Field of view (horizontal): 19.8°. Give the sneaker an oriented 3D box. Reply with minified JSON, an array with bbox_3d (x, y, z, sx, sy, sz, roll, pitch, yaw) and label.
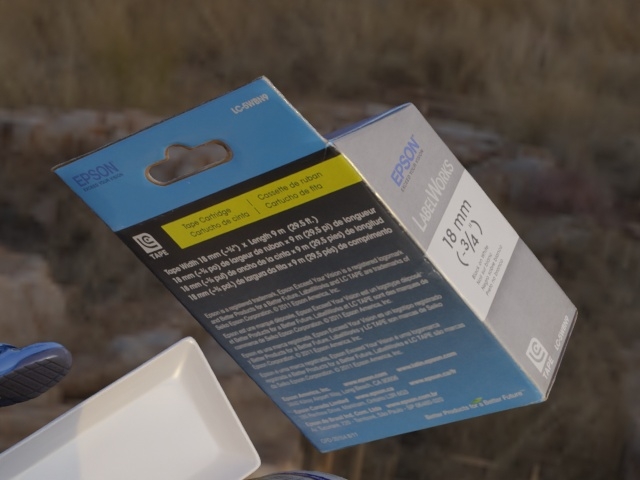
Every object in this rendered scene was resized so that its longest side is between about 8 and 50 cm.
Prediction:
[{"bbox_3d":[-0.265,0.103,1.461,0.144,0.053,0.059,-20,58,16],"label":"sneaker"}]

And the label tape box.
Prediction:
[{"bbox_3d":[0.000,0.000,1.380,0.241,0.333,0.106,-19,32,41],"label":"label tape box"}]

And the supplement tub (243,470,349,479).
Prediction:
[{"bbox_3d":[-0.086,0.301,1.315,0.241,0.241,0.331,22,14,32],"label":"supplement tub"}]

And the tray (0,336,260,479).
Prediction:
[{"bbox_3d":[-0.190,0.212,1.676,0.270,0.145,0.030,-32,8,-33],"label":"tray"}]
